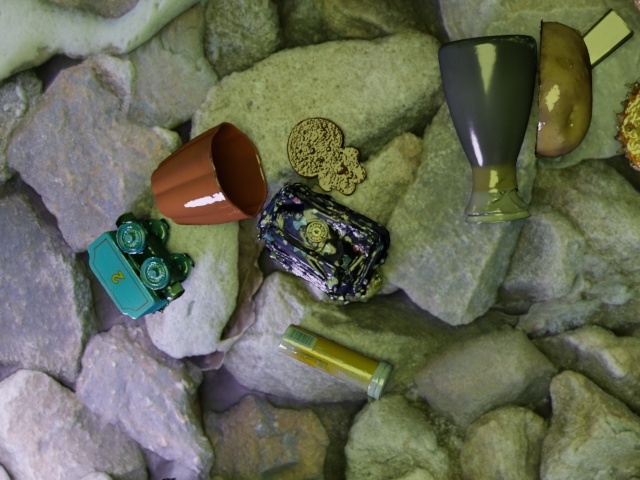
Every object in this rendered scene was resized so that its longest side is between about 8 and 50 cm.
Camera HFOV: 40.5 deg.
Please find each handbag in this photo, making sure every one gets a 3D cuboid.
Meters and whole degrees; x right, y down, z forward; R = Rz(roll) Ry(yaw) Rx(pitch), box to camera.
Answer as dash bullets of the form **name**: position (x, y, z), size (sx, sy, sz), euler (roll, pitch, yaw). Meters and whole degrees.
- **handbag**: position (0.000, 0.000, 1.650), size (0.260, 0.113, 0.162), euler (33, 104, 16)

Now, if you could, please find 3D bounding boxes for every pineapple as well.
- **pineapple**: position (0.592, -0.242, 1.512), size (0.135, 0.079, 0.233), euler (45, 101, 11)

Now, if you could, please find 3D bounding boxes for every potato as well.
- **potato**: position (0.421, -0.260, 1.502), size (0.098, 0.138, 0.243), euler (2, 106, 15)

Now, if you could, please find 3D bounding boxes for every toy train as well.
- **toy train**: position (-0.364, 0.051, 1.744), size (0.163, 0.112, 0.203), euler (-38, 81, 18)

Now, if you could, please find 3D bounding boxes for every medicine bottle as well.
- **medicine bottle**: position (0.029, 0.230, 1.675), size (0.218, 0.074, 0.074), euler (23, 97, 14)

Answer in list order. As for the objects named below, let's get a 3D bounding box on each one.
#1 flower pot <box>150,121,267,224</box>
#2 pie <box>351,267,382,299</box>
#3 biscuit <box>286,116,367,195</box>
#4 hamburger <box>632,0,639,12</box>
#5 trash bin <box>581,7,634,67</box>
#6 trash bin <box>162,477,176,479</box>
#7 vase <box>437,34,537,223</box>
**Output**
- **flower pot**: position (-0.223, -0.116, 1.678), size (0.173, 0.190, 0.191), euler (-14, 89, 26)
- **pie**: position (0.080, 0.075, 1.682), size (0.085, 0.017, 0.085), euler (1, 93, 15)
- **biscuit**: position (0.011, -0.161, 1.686), size (0.175, 0.026, 0.124), euler (44, 102, 9)
- **hamburger**: position (0.588, -0.478, 1.413), size (0.195, 0.277, 0.318), euler (-15, 93, 22)
- **trash bin**: position (0.503, -0.359, 1.550), size (0.092, 0.043, 0.061), euler (-42, 83, 15)
- **trash bin**: position (-0.178, 0.635, 1.661), size (0.367, 0.256, 0.296), euler (3, 91, 8)
- **vase**: position (0.304, -0.195, 1.547), size (0.173, 0.173, 0.321), euler (-2, 96, 14)
